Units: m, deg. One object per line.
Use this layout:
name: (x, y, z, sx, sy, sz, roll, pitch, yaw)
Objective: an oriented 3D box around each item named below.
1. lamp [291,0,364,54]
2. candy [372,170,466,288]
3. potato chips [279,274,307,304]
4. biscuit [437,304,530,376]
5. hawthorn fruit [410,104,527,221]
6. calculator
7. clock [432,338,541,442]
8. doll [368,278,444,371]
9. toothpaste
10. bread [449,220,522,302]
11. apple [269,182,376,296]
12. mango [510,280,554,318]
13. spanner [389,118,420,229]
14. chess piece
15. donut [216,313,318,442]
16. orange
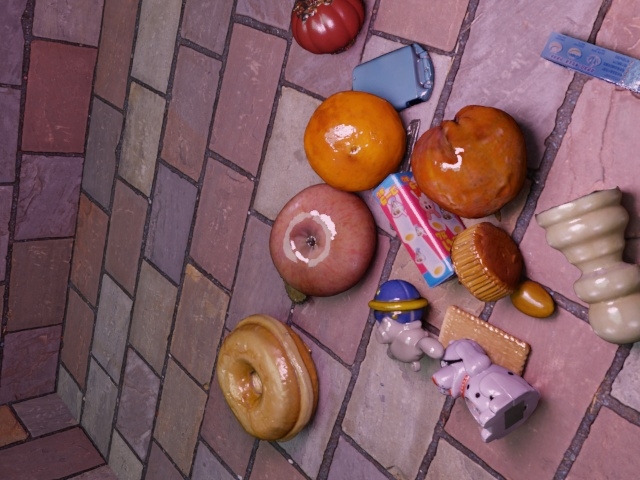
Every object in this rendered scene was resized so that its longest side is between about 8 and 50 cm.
lamp: (0.025, -0.644, 1.818, 0.227, 0.227, 0.227, 6, 98, 44)
candy: (0.284, -0.037, 1.636, 0.100, 0.157, 0.306, -45, 69, 40)
potato chips: (-0.083, 0.108, 2.089, 0.202, 0.029, 0.220, 63, 147, 34)
biscuit: (0.422, 0.287, 1.637, 0.249, 0.030, 0.160, 26, 112, 40)
hawthorn fruit: (0.375, -0.167, 1.489, 0.277, 0.277, 0.298, -15, 111, 44)
calculator: (0.196, -0.445, 1.769, 0.293, 0.051, 0.173, -8, 90, 45)
clock: (0.391, 0.347, 1.545, 0.254, 0.189, 0.189, 46, 124, 38)
doll: (0.223, 0.231, 1.686, 0.311, 0.159, 0.242, -172, 90, -71)
toothpaste: (0.618, -0.385, 1.359, 0.272, 0.053, 0.066, 37, 115, 37)
bread: (0.410, 0.048, 1.507, 0.104, 0.199, 0.199, -35, 70, 41)
apple: (0.000, 0.000, 1.833, 0.345, 0.269, 0.345, -7, 78, 33)
mango: (0.516, 0.146, 1.508, 0.114, 0.060, 0.080, 23, 113, 37)
spanner: (0.239, -0.186, 1.773, 0.093, 0.026, 0.325, 23, 109, 40)
chess piece: (0.610, 0.064, 1.343, 0.182, 0.182, 0.330, -25, 82, 43)
donut: (-0.183, 0.472, 2.138, 0.449, 0.198, 0.449, 7, 100, 44)
orange: (0.096, -0.272, 1.719, 0.284, 0.226, 0.284, 3, 113, 6)
